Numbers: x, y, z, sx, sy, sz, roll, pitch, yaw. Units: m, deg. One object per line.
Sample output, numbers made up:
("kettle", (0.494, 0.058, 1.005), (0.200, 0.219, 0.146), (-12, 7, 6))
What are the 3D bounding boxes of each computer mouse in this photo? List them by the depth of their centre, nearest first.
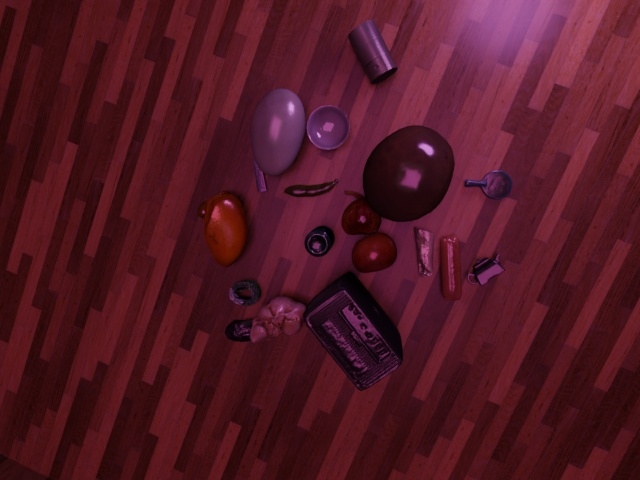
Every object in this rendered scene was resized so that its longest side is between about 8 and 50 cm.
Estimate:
("computer mouse", (-0.371, 0.432, 2.030), (0.193, 0.062, 0.105), (-9, 95, 10))

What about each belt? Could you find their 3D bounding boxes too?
("belt", (-0.358, 0.249, 2.000), (0.152, 0.079, 0.121), (1, 96, 8))

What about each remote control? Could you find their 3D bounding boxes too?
("remote control", (-0.279, -0.300, 1.959), (0.044, 0.027, 0.152), (-8, 97, 3))

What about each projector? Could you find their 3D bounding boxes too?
("projector", (0.139, 0.362, 1.779), (0.242, 0.405, 0.395), (-37, 90, 10))

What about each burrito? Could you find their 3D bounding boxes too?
("burrito", (0.462, 0.050, 1.876), (0.087, 0.060, 0.225), (-3, 95, 13))

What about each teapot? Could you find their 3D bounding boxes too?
("teapot", (0.710, 0.120, 1.839), (0.177, 0.087, 0.096), (-37, 86, 10))

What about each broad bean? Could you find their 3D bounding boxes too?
("broad bean", (-0.045, -0.229, 1.924), (0.255, 0.046, 0.065), (-8, 88, 7))

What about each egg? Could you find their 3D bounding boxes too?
("egg", (-0.186, -0.460, 1.826), (0.230, 0.230, 0.370), (14, 103, 6))

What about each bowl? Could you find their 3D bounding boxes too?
("bowl", (0.037, -0.491, 1.865), (0.189, 0.086, 0.188), (1, 96, 6))

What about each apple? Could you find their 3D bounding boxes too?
("apple", (0.232, 0.052, 1.847), (0.201, 0.201, 0.162), (-14, 81, 9))

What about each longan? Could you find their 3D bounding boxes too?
("longan", (0.347, -0.265, 1.702), (0.336, 0.404, 0.404), (29, 99, -8))

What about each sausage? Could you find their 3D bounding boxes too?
("sausage", (0.569, 0.123, 1.857), (0.086, 0.086, 0.288), (-4, 97, 8))

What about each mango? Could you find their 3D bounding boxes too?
("mango", (-0.435, -0.044, 1.928), (0.199, 0.201, 0.349), (2, 105, 25))

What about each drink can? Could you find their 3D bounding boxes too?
("drink can", (0.000, 0.000, 1.862), (0.118, 0.205, 0.118), (1, 98, 8))

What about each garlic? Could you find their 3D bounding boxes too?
("garlic", (-0.197, 0.348, 1.929), (0.281, 0.203, 0.184), (-14, 76, 5))

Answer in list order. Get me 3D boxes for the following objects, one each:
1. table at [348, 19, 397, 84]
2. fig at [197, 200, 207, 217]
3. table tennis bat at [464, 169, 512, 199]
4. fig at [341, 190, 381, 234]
("table", (0.220, -0.789, 1.788), (0.127, 0.126, 0.219), (-28, 92, 10))
("fig", (-0.536, -0.144, 1.989), (0.074, 0.074, 0.087), (0, 80, 8))
("table tennis bat", (0.720, -0.241, 1.827), (0.201, 0.033, 0.124), (4, 95, 3))
("fig", (0.179, -0.126, 1.856), (0.175, 0.175, 0.207), (3, 77, 7))
